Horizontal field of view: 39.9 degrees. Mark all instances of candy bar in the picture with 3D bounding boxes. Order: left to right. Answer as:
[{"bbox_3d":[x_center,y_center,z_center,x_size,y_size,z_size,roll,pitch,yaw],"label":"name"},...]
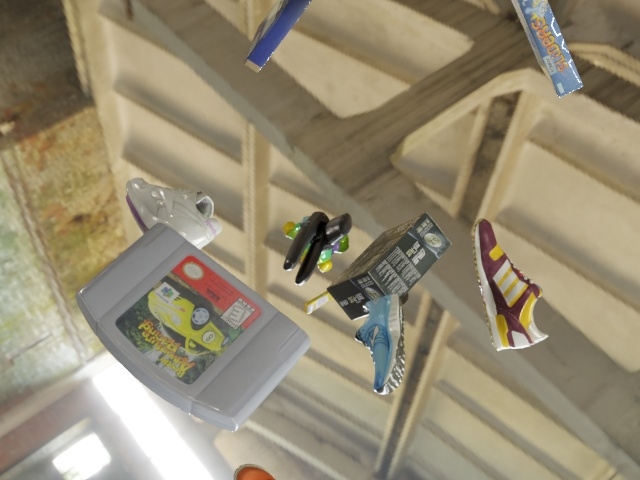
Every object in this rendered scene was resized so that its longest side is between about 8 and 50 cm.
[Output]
[{"bbox_3d":[0.028,0.121,2.051,0.018,0.161,0.040,45,-24,37],"label":"candy bar"}]

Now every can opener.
[{"bbox_3d":[-0.013,0.004,1.222,0.059,0.186,0.073,46,-60,-3],"label":"can opener"}]

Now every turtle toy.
[{"bbox_3d":[0.000,0.000,1.524,0.130,0.066,0.095,15,38,-55],"label":"turtle toy"}]

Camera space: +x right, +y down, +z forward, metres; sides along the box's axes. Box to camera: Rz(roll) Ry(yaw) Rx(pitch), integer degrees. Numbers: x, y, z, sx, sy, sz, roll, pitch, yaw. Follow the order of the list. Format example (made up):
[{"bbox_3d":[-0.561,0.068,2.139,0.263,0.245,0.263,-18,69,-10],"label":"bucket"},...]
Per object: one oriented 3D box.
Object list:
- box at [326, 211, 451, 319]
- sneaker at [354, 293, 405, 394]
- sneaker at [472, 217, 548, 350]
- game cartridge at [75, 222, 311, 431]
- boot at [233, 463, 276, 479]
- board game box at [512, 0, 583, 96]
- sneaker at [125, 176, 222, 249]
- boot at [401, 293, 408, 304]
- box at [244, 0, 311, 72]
[{"bbox_3d":[0.121,0.047,1.568,0.078,0.180,0.147,51,-33,-7],"label":"box"},{"bbox_3d":[0.090,0.160,1.349,0.073,0.162,0.063,-5,-35,14],"label":"sneaker"},{"bbox_3d":[0.261,0.056,1.221,0.069,0.083,0.186,-6,84,-79],"label":"sneaker"},{"bbox_3d":[-0.184,0.119,1.222,0.294,0.196,0.060,36,-29,13],"label":"game cartridge"},{"bbox_3d":[-0.083,0.454,1.559,0.158,0.059,0.084,41,-12,-14],"label":"boot"},{"bbox_3d":[0.273,-0.298,1.138,0.201,0.035,0.136,58,16,-24],"label":"board game box"},{"bbox_3d":[-0.313,-0.058,1.884,0.305,0.152,0.114,42,-20,44],"label":"sneaker"},{"bbox_3d":[0.102,0.118,1.759,0.114,0.106,0.037,10,-69,39],"label":"boot"},{"bbox_3d":[-0.052,-0.411,1.538,0.036,0.136,0.225,30,-50,-16],"label":"box"}]
